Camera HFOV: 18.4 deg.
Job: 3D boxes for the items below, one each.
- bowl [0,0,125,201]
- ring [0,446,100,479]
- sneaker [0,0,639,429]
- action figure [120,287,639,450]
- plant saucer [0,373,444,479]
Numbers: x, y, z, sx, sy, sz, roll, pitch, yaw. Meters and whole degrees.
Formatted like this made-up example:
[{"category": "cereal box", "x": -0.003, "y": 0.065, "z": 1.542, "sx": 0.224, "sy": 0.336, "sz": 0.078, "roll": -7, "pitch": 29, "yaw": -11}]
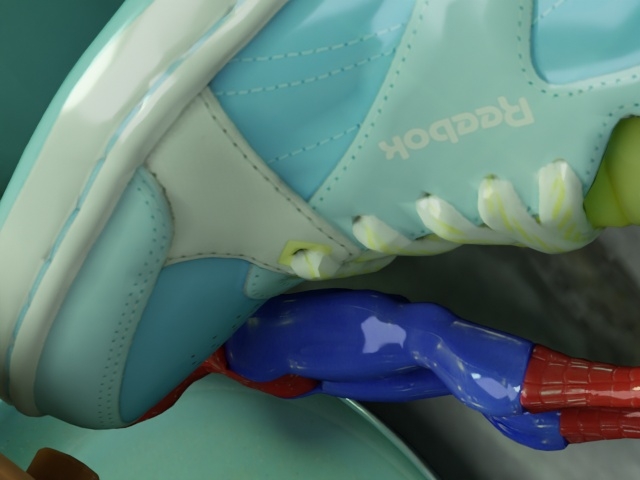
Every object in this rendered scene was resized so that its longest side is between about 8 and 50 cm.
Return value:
[{"category": "bowl", "x": -0.139, "y": -0.113, "z": 0.675, "sx": 0.312, "sy": 0.311, "sz": 0.163, "roll": -26, "pitch": 123, "yaw": 35}, {"category": "ring", "x": -0.202, "y": 0.041, "z": 0.643, "sx": 0.337, "sy": 0.336, "sz": 0.032, "roll": 13, "pitch": 64, "yaw": 35}, {"category": "sneaker", "x": 0.055, "y": -0.018, "z": 0.525, "sx": 0.208, "sy": 0.127, "sz": 0.319, "roll": 42, "pitch": 114, "yaw": 6}, {"category": "action figure", "x": 0.000, "y": 0.000, "z": 0.658, "sx": 0.280, "sy": 0.091, "sz": 0.139, "roll": -2, "pitch": 71, "yaw": 20}, {"category": "plant saucer", "x": -0.036, "y": 0.189, "z": 0.753, "sx": 0.318, "sy": 0.044, "sz": 0.317, "roll": 4, "pitch": 96, "yaw": 35}]
